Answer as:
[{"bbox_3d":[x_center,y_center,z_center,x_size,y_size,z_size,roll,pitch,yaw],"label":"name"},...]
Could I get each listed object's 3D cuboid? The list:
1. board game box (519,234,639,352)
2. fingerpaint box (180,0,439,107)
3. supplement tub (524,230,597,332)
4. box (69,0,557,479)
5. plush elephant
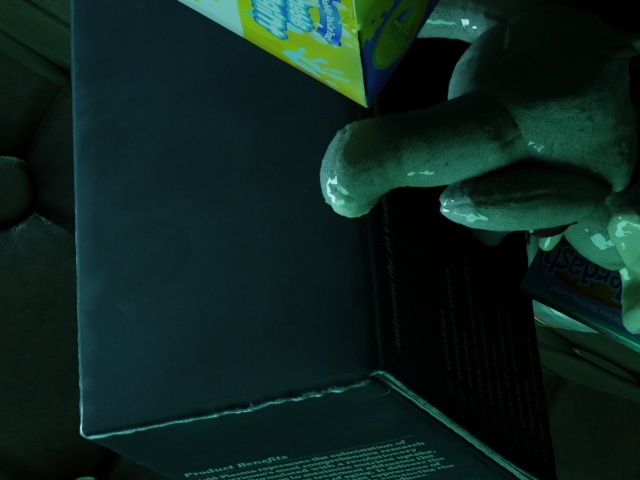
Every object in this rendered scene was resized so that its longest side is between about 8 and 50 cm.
[{"bbox_3d":[0.316,-0.007,1.932,0.160,0.210,0.047,26,173,12],"label":"board game box"},{"bbox_3d":[-0.087,-0.309,1.371,0.371,0.163,0.445,31,170,11],"label":"fingerpaint box"},{"bbox_3d":[0.276,0.006,2.269,0.193,0.194,0.316,30,174,-12],"label":"supplement tub"},{"bbox_3d":[0.000,0.000,1.875,0.297,0.480,0.472,-13,155,19],"label":"box"},{"bbox_3d":[0.200,-0.072,1.627,0.330,0.272,0.255,-4,137,19],"label":"plush elephant"}]
